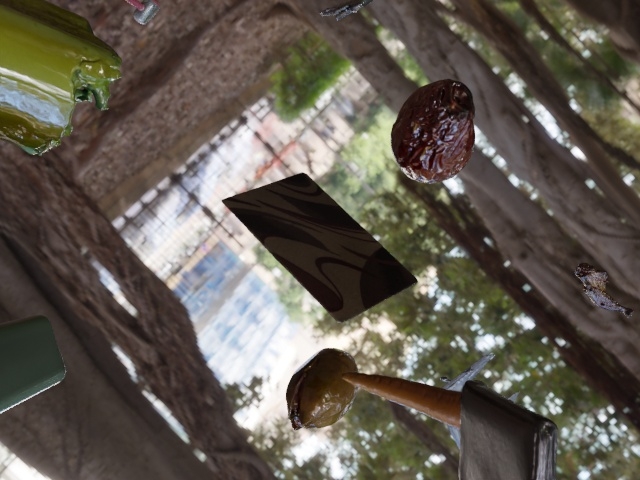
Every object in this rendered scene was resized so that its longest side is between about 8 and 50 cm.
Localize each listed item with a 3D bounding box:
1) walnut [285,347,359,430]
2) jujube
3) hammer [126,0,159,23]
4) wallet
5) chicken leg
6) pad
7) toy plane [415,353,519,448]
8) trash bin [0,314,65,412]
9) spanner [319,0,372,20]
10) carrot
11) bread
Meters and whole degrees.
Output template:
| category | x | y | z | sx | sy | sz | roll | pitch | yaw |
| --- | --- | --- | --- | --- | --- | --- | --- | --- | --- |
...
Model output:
| category | x | y | z | sx | sy | sz | roll | pitch | yaw |
| --- | --- | --- | --- | --- | --- | --- | --- | --- | --- |
| walnut | 0.004 | 0.291 | 1.660 | 0.137 | 0.137 | 0.245 | -41 | 180 | 26 |
| jujube | 0.211 | -0.199 | 1.508 | 0.168 | 0.168 | 0.236 | -47 | 173 | -20 |
| hammer | -0.326 | -0.420 | 1.492 | 0.052 | 0.031 | 0.083 | -49 | 152 | 9 |
| wallet | 0.227 | 0.266 | 1.050 | 0.250 | 0.044 | 0.149 | -178 | -90 | -79 |
| chicken leg | 0.559 | 0.101 | 1.668 | 0.062 | 0.145 | 0.037 | -32 | -171 | 32 |
| pad | 0.000 | 0.000 | 1.520 | 0.220 | 0.330 | 0.004 | -24 | 149 | -41 |
| toy plane | 0.262 | 0.303 | 1.586 | 0.058 | 0.226 | 0.226 | -63 | 164 | -64 |
| trash bin | -0.641 | 0.241 | 1.438 | 0.222 | 0.158 | 0.343 | -13 | -173 | 33 |
| spanner | 0.047 | -0.537 | 1.936 | 0.093 | 0.026 | 0.325 | -32 | -162 | -4 |
| carrot | 0.192 | 0.276 | 1.424 | 0.069 | 0.335 | 0.069 | 13 | 90 | -69 |
| bread | -0.496 | -0.270 | 1.194 | 0.208 | 0.376 | 0.251 | -60 | -152 | 14 |
